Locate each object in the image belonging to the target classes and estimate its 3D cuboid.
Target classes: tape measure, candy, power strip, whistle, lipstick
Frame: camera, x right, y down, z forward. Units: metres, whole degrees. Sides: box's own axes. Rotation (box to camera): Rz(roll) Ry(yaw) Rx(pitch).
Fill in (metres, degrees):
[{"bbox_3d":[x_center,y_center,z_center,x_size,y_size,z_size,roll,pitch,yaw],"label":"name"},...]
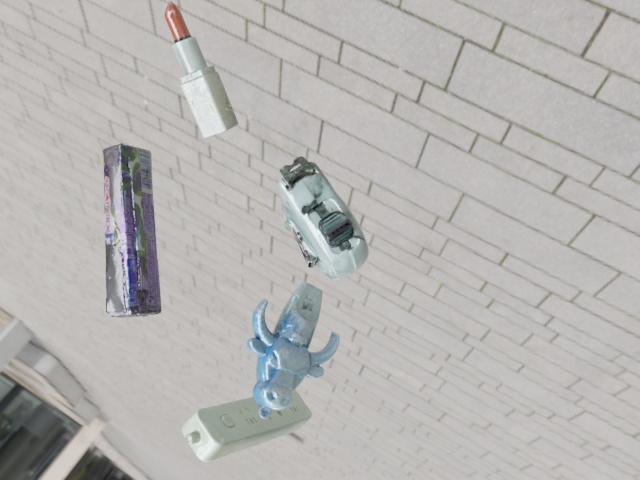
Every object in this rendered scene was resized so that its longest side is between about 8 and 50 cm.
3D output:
[{"bbox_3d":[-0.001,0.000,0.890,0.163,0.084,0.330,60,173,14],"label":"tape measure"},{"bbox_3d":[-0.341,-0.018,1.071,0.061,0.312,0.088,-9,171,23],"label":"candy"},{"bbox_3d":[-0.148,0.383,1.263,0.091,0.062,0.385,50,-162,24],"label":"power strip"},{"bbox_3d":[-0.060,0.205,1.125,0.180,0.268,0.093,27,161,-20],"label":"whistle"},{"bbox_3d":[-0.121,-0.167,0.579,0.030,0.030,0.129,-12,108,27],"label":"lipstick"}]
